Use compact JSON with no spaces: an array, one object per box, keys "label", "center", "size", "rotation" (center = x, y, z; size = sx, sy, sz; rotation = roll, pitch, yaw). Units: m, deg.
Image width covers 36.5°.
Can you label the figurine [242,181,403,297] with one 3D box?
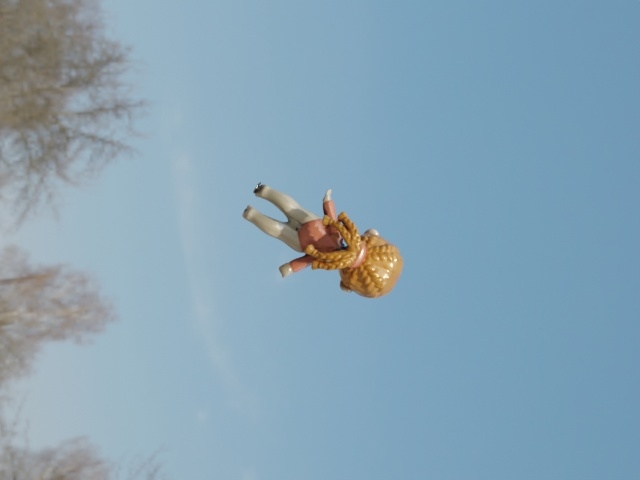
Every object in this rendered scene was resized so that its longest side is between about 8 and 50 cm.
[{"label":"figurine","center":[0.000,0.000,0.610],"size":[0.064,0.109,0.047],"rotation":[-60,169,-4]}]
